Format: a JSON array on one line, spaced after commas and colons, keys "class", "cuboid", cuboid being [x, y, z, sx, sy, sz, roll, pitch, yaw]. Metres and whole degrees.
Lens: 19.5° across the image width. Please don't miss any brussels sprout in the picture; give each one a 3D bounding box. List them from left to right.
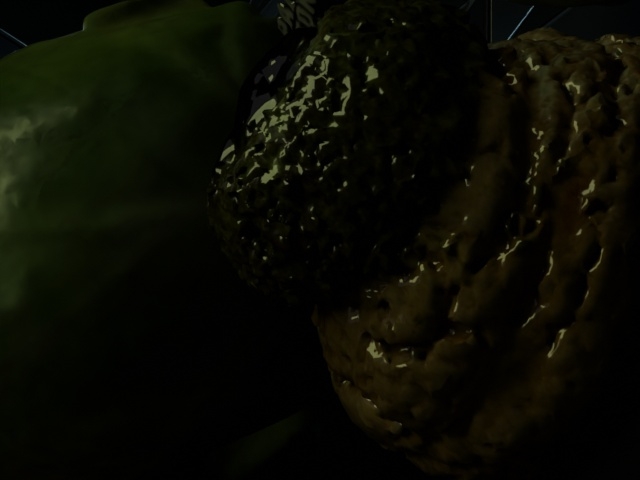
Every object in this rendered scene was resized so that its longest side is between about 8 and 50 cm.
[{"class": "brussels sprout", "cuboid": [-0.080, 0.001, 0.799, 0.244, 0.244, 0.244, -55, 10, 14]}]

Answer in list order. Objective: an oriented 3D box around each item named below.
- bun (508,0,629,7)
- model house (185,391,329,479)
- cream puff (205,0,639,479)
[{"class": "bun", "cuboid": [0.127, -0.151, 0.880, 0.138, 0.094, 0.138, -17, 35, 12]}, {"class": "model house", "cuboid": [-0.028, 0.035, 1.036, 0.194, 0.170, 0.211, -96, 10, -64]}, {"class": "cream puff", "cuboid": [0.037, -0.023, 0.675, 0.183, 0.169, 0.183, -56, 9, 14]}]
